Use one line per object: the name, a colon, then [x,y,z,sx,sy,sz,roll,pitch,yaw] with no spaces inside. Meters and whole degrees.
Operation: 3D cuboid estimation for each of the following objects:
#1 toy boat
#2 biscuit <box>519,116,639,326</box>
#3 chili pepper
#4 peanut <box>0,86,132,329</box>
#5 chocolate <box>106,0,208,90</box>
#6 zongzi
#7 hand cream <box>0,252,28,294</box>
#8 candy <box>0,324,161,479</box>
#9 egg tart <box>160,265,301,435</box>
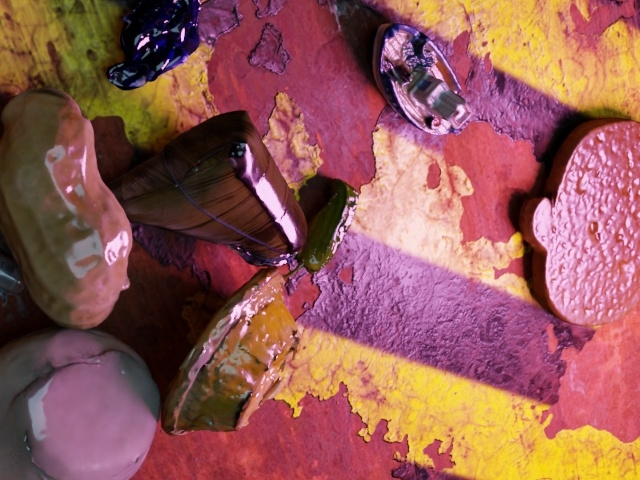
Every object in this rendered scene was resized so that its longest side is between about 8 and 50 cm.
toy boat: [0.166,-0.253,2.083,0.114,0.115,0.262,-49,124,-9]
biscuit: [0.501,-0.035,2.395,0.350,0.070,0.394,8,102,-31]
chili pepper: [0.000,0.000,2.100,0.072,0.073,0.204,31,90,-49]
peanut: [-0.365,-0.037,1.791,0.158,0.174,0.340,-38,112,-42]
chocolate: [-0.177,-0.346,1.853,0.343,0.126,0.148,-39,160,-6]
zongzi: [-0.192,-0.036,1.952,0.300,0.138,0.286,-25,136,3]
hand cream: [-0.491,0.025,1.822,0.210,0.043,0.067,28,88,-30]
candy: [-0.371,0.252,1.880,0.295,0.185,0.295,-9,106,-33]
egg tart: [-0.119,0.184,1.967,0.315,0.120,0.315,-56,170,-15]
